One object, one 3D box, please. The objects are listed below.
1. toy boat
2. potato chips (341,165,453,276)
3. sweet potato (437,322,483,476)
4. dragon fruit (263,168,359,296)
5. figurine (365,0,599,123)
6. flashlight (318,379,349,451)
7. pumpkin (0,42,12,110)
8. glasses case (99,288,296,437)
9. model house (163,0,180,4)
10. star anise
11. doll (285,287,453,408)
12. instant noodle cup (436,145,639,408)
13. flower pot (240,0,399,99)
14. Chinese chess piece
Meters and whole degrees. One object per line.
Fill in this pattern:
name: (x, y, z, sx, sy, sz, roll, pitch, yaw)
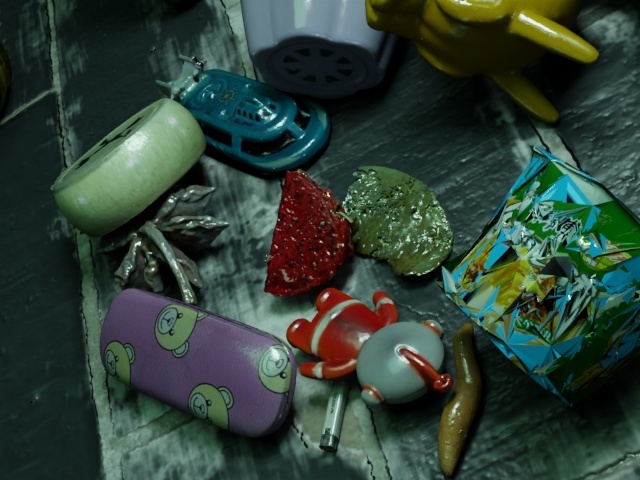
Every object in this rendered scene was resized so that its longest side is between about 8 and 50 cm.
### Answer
toy boat: (-0.116, -0.186, 1.607, 0.299, 0.092, 0.134, 24, 69, 42)
potato chips: (0.086, -0.023, 1.405, 0.142, 0.026, 0.209, -25, 48, 17)
sweet potato: (0.154, 0.167, 1.213, 0.044, 0.044, 0.179, -3, 60, 30)
dragon fruit: (0.000, 0.000, 1.407, 0.106, 0.083, 0.162, 13, 91, 28)
figurine: (0.259, -0.369, 1.386, 0.401, 0.268, 0.387, 6, 59, 30)
flashlight: (0.016, 0.200, 1.287, 0.018, 0.018, 0.083, -4, 56, 27)
pumpkin: (-0.644, -0.261, 1.938, 0.232, 0.242, 0.325, -23, 36, -24)
glasses case: (-0.157, 0.145, 1.381, 0.316, 0.076, 0.123, 15, 92, 38)
model house: (-0.228, -0.637, 1.803, 0.343, 0.382, 0.334, -34, 47, 9)
star anise: (-0.214, 0.007, 1.525, 0.231, 0.089, 0.209, 16, 75, 51)
doll: (0.063, 0.123, 1.277, 0.142, 0.076, 0.245, -47, 41, -19)
instant noodle cup: (0.243, 0.045, 1.130, 0.178, 0.240, 0.240, -48, 46, 3)
flower pot: (0.011, -0.338, 1.538, 0.265, 0.265, 0.243, -9, 66, 27)
Chinese chess piece: (-0.271, -0.102, 1.579, 0.238, 0.092, 0.238, -34, 18, 13)
